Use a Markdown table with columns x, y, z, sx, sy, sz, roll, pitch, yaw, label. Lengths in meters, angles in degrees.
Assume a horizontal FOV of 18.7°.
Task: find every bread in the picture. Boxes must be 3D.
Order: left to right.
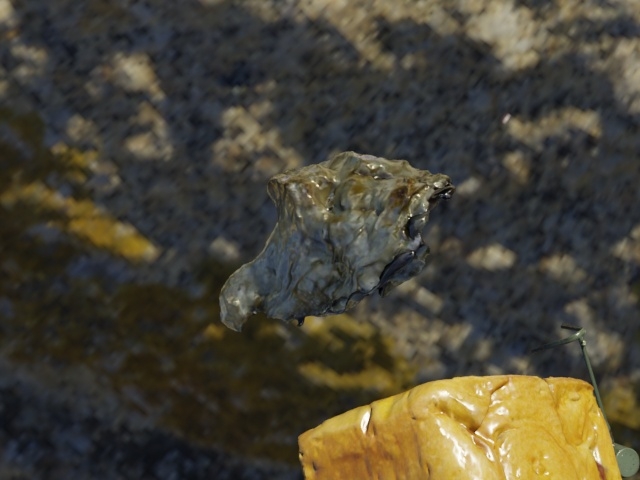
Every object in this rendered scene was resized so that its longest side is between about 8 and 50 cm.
| x | y | z | sx | sy | sz | roll | pitch | yaw | label |
| --- | --- | --- | --- | --- | --- | --- | --- | --- | --- |
| 0.089 | 0.166 | 1.152 | 0.143 | 0.149 | 0.158 | -26 | 74 | 33 | bread |

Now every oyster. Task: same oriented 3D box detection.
| x | y | z | sx | sy | sz | roll | pitch | yaw | label |
| --- | --- | --- | --- | --- | --- | --- | --- | --- | --- |
| 0.000 | 0.000 | 1.398 | 0.081 | 0.163 | 0.191 | 37 | 98 | -33 | oyster |

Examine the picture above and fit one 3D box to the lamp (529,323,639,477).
| x | y | z | sx | sy | sz | roll | pitch | yaw | label |
| --- | --- | --- | --- | --- | --- | --- | --- | --- | --- |
| 0.193 | 0.118 | 1.373 | 0.121 | 0.041 | 0.054 | 65 | 158 | -9 | lamp |
